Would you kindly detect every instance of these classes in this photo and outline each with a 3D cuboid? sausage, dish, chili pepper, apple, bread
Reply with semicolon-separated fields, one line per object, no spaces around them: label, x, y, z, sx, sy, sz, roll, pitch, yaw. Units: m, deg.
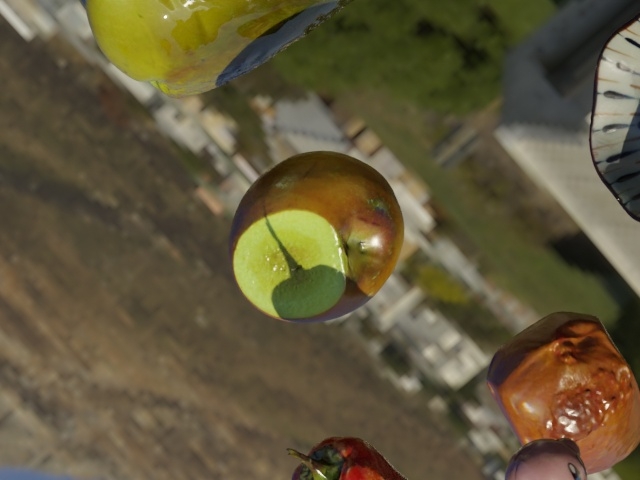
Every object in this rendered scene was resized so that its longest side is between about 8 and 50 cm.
sausage;0.267;0.170;2.116;0.153;0.141;0.268;60;-175;22
dish;0.306;-0.108;1.681;0.066;0.190;0.190;0;-145;-27
chili pepper;0.021;0.208;1.669;0.086;0.084;0.192;33;175;42
apple;-0.002;-0.006;1.859;0.147;0.163;0.146;4;126;43
bread;-0.072;-0.298;2.049;0.208;0.376;0.251;58;172;4

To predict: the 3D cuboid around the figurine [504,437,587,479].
figurine;0.183;0.198;1.615;0.083;0.067;0.071;-26;-68;-44
